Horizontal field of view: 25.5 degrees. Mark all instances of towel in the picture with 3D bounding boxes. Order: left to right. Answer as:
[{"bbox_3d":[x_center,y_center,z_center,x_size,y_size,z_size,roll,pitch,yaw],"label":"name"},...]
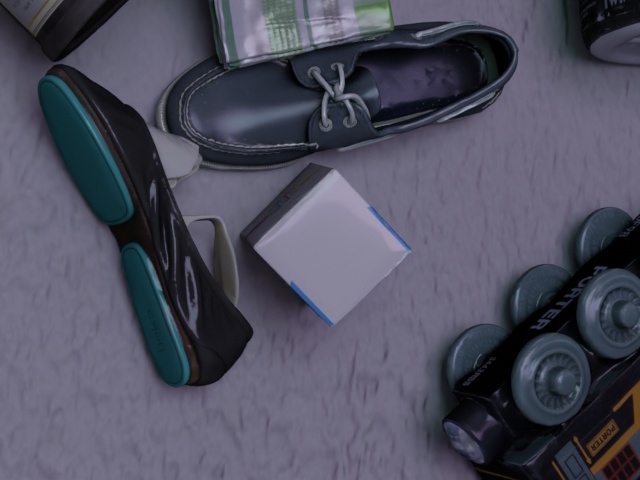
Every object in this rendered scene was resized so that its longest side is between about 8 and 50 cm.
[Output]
[{"bbox_3d":[-0.017,-0.208,1.151,0.152,0.023,0.113,-13,109,-14],"label":"towel"}]

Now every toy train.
[{"bbox_3d":[0.253,0.106,1.238,0.334,0.142,0.190,-40,109,-23],"label":"toy train"}]

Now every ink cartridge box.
[{"bbox_3d":[0.000,0.000,1.154,0.090,0.143,0.092,-44,99,-3],"label":"ink cartridge box"}]

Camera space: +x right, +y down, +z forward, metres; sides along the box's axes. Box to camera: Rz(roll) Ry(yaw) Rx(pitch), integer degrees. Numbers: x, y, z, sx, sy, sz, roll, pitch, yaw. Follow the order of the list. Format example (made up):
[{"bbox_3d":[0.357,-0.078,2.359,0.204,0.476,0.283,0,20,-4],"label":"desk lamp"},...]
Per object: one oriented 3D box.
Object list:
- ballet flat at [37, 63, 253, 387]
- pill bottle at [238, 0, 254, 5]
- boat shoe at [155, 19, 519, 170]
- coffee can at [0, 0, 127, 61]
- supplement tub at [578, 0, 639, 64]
[{"bbox_3d":[-0.132,-0.019,1.134,0.096,0.095,0.280,-28,103,-32],"label":"ballet flat"},{"bbox_3d":[-0.020,-0.224,1.205,0.137,0.078,0.078,-15,88,-22],"label":"pill bottle"},{"bbox_3d":[0.020,-0.133,1.195,0.319,0.099,0.116,-11,88,-21],"label":"boat shoe"},{"bbox_3d":[-0.230,-0.303,1.071,0.275,0.201,0.201,45,70,-9],"label":"coffee can"},{"bbox_3d":[0.323,-0.331,1.287,0.194,0.193,0.316,0,83,-21],"label":"supplement tub"}]
